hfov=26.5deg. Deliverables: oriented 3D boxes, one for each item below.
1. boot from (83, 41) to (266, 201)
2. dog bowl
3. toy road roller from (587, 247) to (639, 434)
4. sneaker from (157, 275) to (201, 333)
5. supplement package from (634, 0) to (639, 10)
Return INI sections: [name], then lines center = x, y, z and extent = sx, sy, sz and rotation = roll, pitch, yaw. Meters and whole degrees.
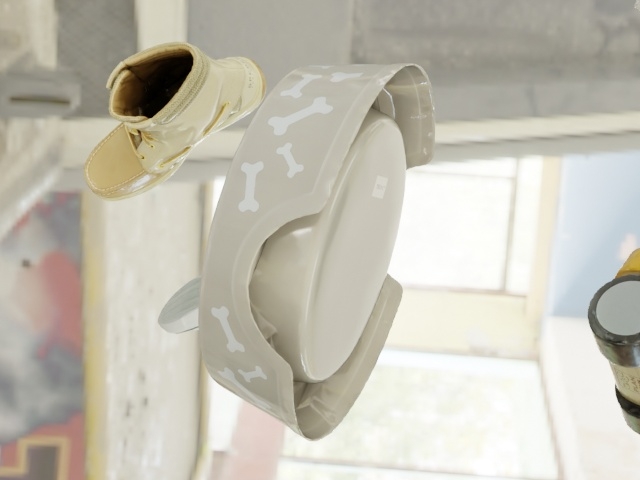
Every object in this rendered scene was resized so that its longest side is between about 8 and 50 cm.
[boot]
center = -0.206, -0.137, 1.585
extent = 0.095, 0.262, 0.203
rotation = 62, 17, 9
[dog bowl]
center = 0.000, 0.000, 1.231
extent = 0.349, 0.102, 0.348
rotation = 16, 90, -74
[toy road roller]
center = 0.464, 0.098, 1.449
extent = 0.240, 0.330, 0.202
rotation = -52, 139, -21
[sneaker]
center = -0.137, 0.102, 1.987
extent = 0.091, 0.258, 0.094
rotation = 45, 51, -25
[supplement package]
center = 0.492, -0.281, 1.438
extent = 0.262, 0.145, 0.204
rotation = 55, -41, 48
